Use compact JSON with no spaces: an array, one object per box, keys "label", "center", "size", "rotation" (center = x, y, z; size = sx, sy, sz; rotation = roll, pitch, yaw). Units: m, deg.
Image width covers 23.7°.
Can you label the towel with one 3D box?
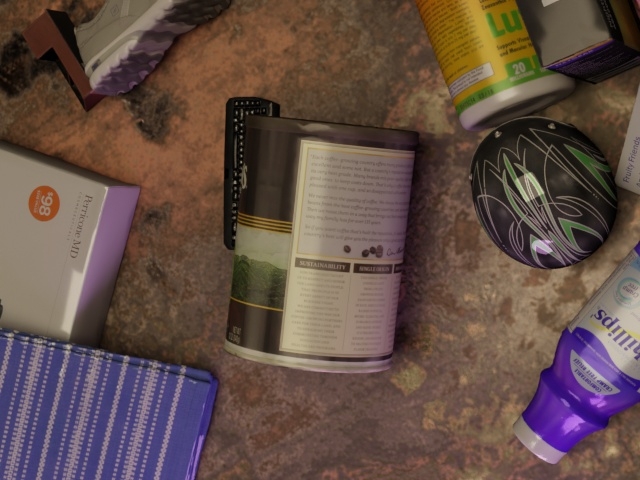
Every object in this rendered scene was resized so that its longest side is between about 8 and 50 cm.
[{"label":"towel","center":[-0.315,0.243,1.921],"size":[0.336,0.040,0.243],"rotation":[13,100,-5]}]

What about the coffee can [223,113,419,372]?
[{"label":"coffee can","center":[0.000,0.000,1.763],"size":[0.201,0.201,0.275],"rotation":[8,95,22]}]

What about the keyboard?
[{"label":"keyboard","center":[-0.080,-0.082,1.883],"size":[0.100,0.038,0.192],"rotation":[1,93,22]}]

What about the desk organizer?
[{"label":"desk organizer","center":[-0.329,-0.233,1.977],"size":[0.050,0.047,0.130],"rotation":[-37,78,22]}]

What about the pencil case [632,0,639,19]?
[{"label":"pencil case","center":[0.463,-0.302,1.610],"size":[0.284,0.124,0.124],"rotation":[-22,83,22]}]

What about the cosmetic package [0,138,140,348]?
[{"label":"cosmetic package","center":[-0.420,0.066,1.999],"size":[0.284,0.097,0.377],"rotation":[18,98,18]}]

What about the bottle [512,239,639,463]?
[{"label":"bottle","center":[0.325,0.124,1.690],"size":[0.118,0.092,0.283],"rotation":[43,106,15]}]

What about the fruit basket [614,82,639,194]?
[{"label":"fruit basket","center":[0.485,-0.124,1.538],"size":[0.353,0.165,0.327],"rotation":[22,126,20]}]

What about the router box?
[{"label":"router box","center":[0.246,-0.328,1.630],"size":[0.081,0.243,0.309],"rotation":[-23,84,22]}]

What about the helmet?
[{"label":"helmet","center":[0.246,-0.052,1.680],"size":[0.169,0.161,0.169],"rotation":[1,92,22]}]

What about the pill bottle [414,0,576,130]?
[{"label":"pill bottle","center":[0.183,-0.259,1.714],"size":[0.136,0.136,0.246],"rotation":[-23,83,22]}]

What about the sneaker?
[{"label":"sneaker","center":[-0.206,-0.308,1.892],"size":[0.281,0.105,0.115],"rotation":[-38,71,16]}]
